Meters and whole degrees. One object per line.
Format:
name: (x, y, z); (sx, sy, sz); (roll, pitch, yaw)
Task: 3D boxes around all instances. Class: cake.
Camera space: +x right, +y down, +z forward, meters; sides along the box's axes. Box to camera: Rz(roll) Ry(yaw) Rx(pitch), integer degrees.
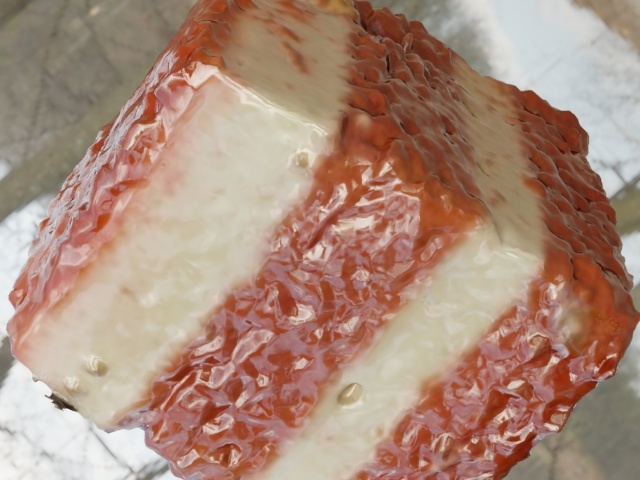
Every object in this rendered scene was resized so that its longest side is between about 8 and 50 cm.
cake: (0.000, 0.000, 0.919); (0.319, 0.269, 0.270); (31, -153, -14)
